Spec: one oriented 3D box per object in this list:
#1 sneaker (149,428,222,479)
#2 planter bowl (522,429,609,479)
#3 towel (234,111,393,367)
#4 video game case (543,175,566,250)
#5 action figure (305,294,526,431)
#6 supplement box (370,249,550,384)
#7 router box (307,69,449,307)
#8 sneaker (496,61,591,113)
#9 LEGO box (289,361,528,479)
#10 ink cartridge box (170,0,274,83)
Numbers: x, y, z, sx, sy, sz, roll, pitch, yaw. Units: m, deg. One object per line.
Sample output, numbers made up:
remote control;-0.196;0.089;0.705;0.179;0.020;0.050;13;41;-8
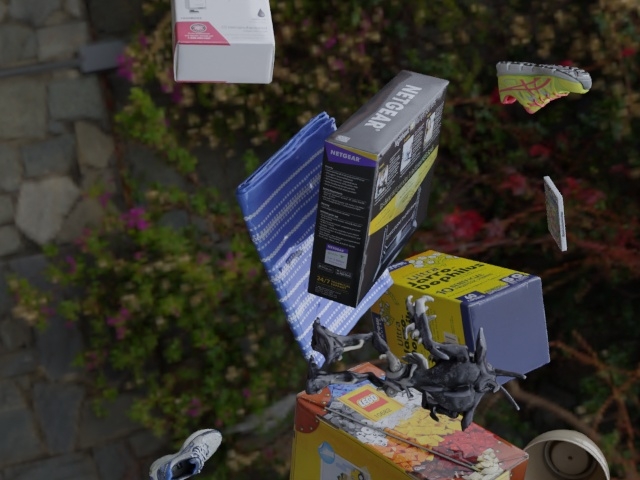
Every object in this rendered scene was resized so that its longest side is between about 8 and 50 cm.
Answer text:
sneaker;-0.203;0.350;1.723;0.058;0.135;0.052;2;-60;51
planter bowl;0.420;0.391;1.851;0.109;0.162;0.162;-35;118;-62
towel;0.000;0.000;1.660;0.040;0.243;0.336;1;-55;39
video game case;0.452;-0.052;2.084;0.087;0.011;0.122;-104;-179;-58
action figure;0.123;0.155;1.414;0.141;0.276;0.164;-83;179;-57
supplement box;0.283;0.161;2.285;0.356;0.194;0.195;14;-61;56
router box;0.087;-0.082;1.568;0.309;0.081;0.243;-47;149;-54
sneaker;0.417;-0.283;2.022;0.208;0.081;0.094;17;-74;50
LEGO box;0.129;0.531;1.905;0.372;0.193;0.500;27;-58;39
ink cartridge box;-0.215;-0.470;2.305;0.117;0.207;0.283;101;-15;-50
